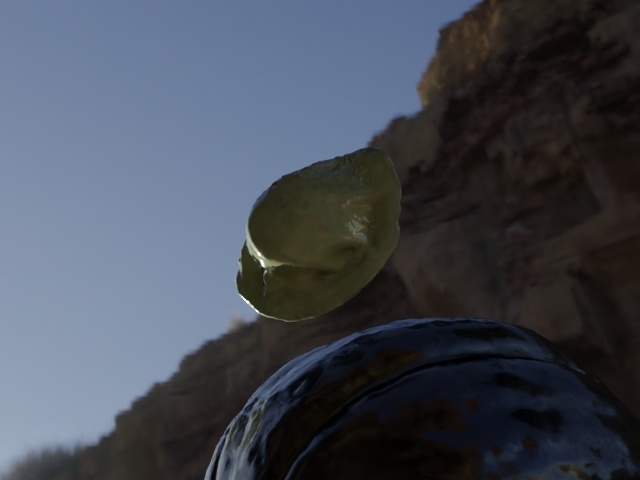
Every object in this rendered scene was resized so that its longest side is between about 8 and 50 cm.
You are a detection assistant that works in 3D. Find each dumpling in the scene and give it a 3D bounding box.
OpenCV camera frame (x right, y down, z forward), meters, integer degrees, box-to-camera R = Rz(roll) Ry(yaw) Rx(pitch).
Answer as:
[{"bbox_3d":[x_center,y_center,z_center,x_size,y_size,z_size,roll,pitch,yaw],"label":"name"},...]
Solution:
[{"bbox_3d":[-0.012,-0.010,1.291,0.108,0.152,0.219,35,-71,-24],"label":"dumpling"}]

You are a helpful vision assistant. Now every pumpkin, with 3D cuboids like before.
[{"bbox_3d":[0.037,0.132,0.435,0.162,0.220,0.220,0,-38,-26],"label":"pumpkin"}]
